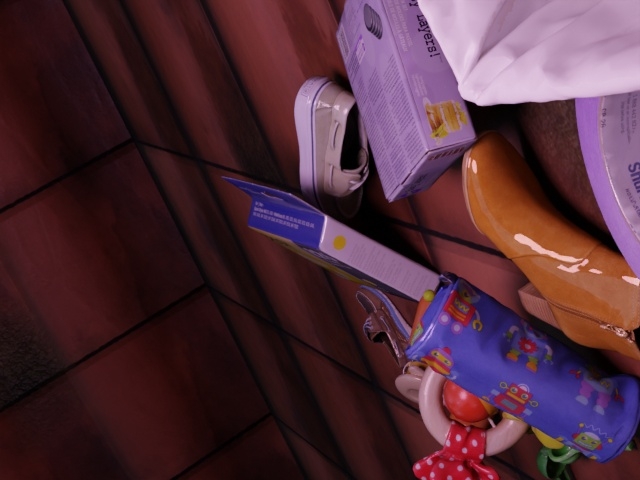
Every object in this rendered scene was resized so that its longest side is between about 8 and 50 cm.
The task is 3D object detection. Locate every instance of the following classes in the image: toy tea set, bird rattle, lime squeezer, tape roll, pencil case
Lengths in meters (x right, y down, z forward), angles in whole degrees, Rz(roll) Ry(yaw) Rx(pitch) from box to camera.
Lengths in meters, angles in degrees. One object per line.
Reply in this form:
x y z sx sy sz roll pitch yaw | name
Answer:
0.231 0.196 1.658 0.200 0.124 0.336 23 149 9 | toy tea set
0.228 0.247 1.465 0.207 0.253 0.143 57 -167 6 | bird rattle
0.377 0.337 1.538 0.110 0.059 0.310 49 159 26 | lime squeezer
0.321 -0.068 0.876 0.275 0.090 0.274 161 90 -83 | tape roll
0.259 0.160 1.309 0.306 0.133 0.119 30 135 1 | pencil case

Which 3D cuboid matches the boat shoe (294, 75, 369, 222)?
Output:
0.028 -0.123 1.617 0.094 0.109 0.302 30 153 30 | boat shoe

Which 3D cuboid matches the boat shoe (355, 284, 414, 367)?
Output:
0.115 0.156 1.894 0.183 0.066 0.066 47 158 28 | boat shoe

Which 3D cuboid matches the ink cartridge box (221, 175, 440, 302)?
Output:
0.000 0.000 1.709 0.307 0.072 0.303 26 177 -26 | ink cartridge box

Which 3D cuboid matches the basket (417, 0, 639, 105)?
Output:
0.209 -0.292 0.653 0.328 0.266 0.331 63 161 -14 | basket

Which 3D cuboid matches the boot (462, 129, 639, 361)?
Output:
0.293 0.006 1.190 0.211 0.104 0.295 18 142 54 | boot

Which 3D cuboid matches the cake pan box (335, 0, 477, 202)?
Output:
0.094 -0.192 1.260 0.267 0.070 0.245 119 136 -77 | cake pan box
